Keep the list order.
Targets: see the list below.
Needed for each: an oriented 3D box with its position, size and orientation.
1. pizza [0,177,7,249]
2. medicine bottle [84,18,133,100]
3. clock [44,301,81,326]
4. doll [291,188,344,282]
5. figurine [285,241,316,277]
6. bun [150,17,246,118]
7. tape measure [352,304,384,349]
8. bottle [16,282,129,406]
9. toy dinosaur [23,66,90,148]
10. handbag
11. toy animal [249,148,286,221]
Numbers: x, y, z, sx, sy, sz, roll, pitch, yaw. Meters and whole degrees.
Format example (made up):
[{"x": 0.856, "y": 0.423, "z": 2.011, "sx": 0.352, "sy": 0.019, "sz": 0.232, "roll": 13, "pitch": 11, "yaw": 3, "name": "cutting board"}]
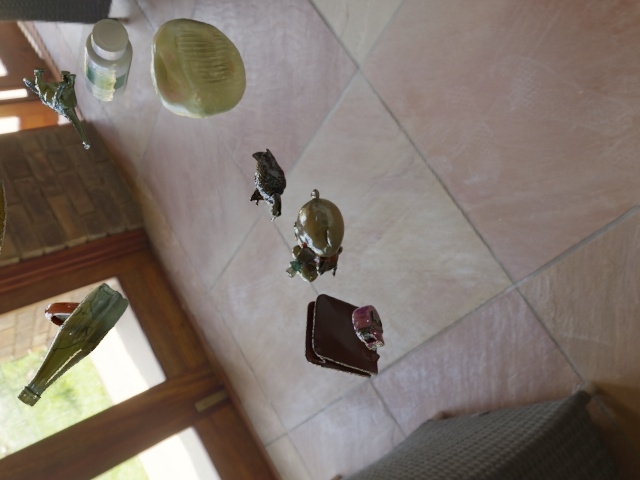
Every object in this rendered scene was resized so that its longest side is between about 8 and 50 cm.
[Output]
[{"x": -0.960, "y": -0.053, "z": 1.671, "sx": 0.269, "sy": 0.087, "sz": 0.257, "roll": 4, "pitch": 104, "yaw": 45, "name": "pizza"}, {"x": -0.449, "y": -0.379, "z": 1.231, "sx": 0.260, "sy": 0.095, "sz": 0.095, "roll": -18, "pitch": 92, "yaw": 66, "name": "medicine bottle"}, {"x": -0.728, "y": 0.233, "z": 1.769, "sx": 0.205, "sy": 0.205, "sz": 0.051, "roll": -36, "pitch": 42, "yaw": 52, "name": "clock"}, {"x": 0.000, "y": 0.000, "z": 1.946, "sx": 0.329, "sy": 0.175, "sz": 0.234, "roll": 95, "pitch": 163, "yaw": -54, "name": "doll"}, {"x": -0.060, "y": 0.058, "z": 1.674, "sx": 0.060, "sy": 0.106, "sz": 0.047, "roll": 43, "pitch": 164, "yaw": -2, "name": "figurine"}, {"x": -0.429, "y": -0.575, "z": 1.968, "sx": 0.213, "sy": 0.361, "sz": 0.360, "roll": -9, "pitch": 99, "yaw": 38, "name": "bun"}, {"x": 0.153, "y": 0.265, "z": 1.814, "sx": 0.074, "sy": 0.125, "sz": 0.118, "roll": -21, "pitch": 47, "yaw": 19, "name": "tape measure"}, {"x": -0.496, "y": 0.209, "z": 1.161, "sx": 0.083, "sy": 0.269, "sz": 0.083, "roll": 29, "pitch": 158, "yaw": 13, "name": "bottle"}, {"x": -0.720, "y": -0.395, "z": 1.584, "sx": 0.363, "sy": 0.077, "sz": 0.147, "roll": 38, "pitch": 128, "yaw": 25, "name": "toy dinosaur"}, {"x": 0.081, "y": 0.338, "z": 2.059, "sx": 0.084, "sy": 0.276, "sz": 0.259, "roll": -47, "pitch": 30, "yaw": 44, "name": "handbag"}, {"x": -0.197, "y": -0.218, "z": 2.219, "sx": 0.185, "sy": 0.122, "sz": 0.298, "roll": 134, "pitch": 135, "yaw": -67, "name": "toy animal"}]
